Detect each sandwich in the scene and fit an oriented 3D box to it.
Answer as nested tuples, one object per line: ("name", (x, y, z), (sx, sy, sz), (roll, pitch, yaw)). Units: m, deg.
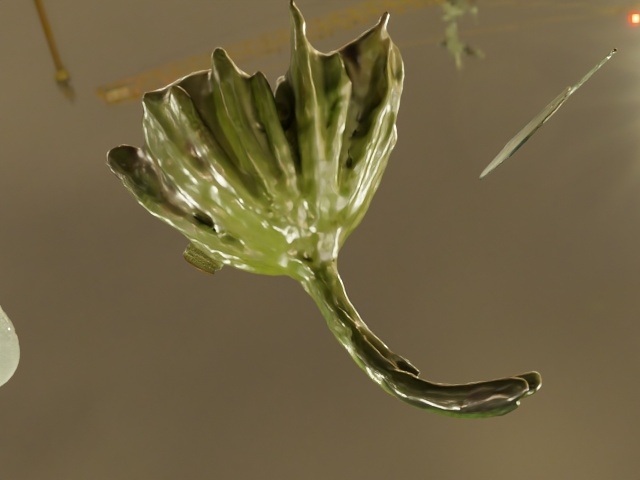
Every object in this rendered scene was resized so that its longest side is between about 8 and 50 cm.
("sandwich", (-0.144, 0.020, 1.618), (0.031, 0.044, 0.083), (-59, -167, -5))

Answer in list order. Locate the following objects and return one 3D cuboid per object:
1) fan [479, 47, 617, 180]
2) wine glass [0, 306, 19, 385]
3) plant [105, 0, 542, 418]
("fan", (0.198, -0.111, 1.159), (0.005, 0.175, 0.113), (44, -140, -1))
("wine glass", (-0.252, 0.105, 0.668), (0.165, 0.165, 0.196), (2, -136, 16))
("plant", (-0.024, -0.001, 0.928), (0.251, 0.180, 0.333), (-40, -132, 36))
